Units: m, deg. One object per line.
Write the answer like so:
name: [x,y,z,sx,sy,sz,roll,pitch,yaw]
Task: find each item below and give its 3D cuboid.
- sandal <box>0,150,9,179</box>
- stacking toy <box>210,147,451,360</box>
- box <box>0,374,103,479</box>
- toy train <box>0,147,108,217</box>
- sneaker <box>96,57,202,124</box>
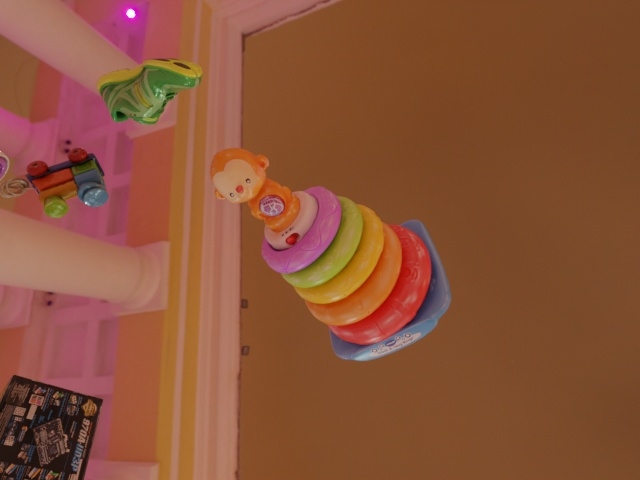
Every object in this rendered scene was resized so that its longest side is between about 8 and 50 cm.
sandal: [-0.955,-0.066,1.061,0.102,0.169,0.417,32,-109,-6]
stacking toy: [0.000,0.000,0.468,0.175,0.301,0.166,-32,-140,24]
box: [-0.507,0.364,0.742,0.051,0.175,0.220,-48,-148,16]
toy train: [-0.611,-0.101,0.930,0.247,0.105,0.143,-26,-128,-20]
sneaker: [-0.362,-0.321,0.905,0.295,0.109,0.124,0,-71,32]
